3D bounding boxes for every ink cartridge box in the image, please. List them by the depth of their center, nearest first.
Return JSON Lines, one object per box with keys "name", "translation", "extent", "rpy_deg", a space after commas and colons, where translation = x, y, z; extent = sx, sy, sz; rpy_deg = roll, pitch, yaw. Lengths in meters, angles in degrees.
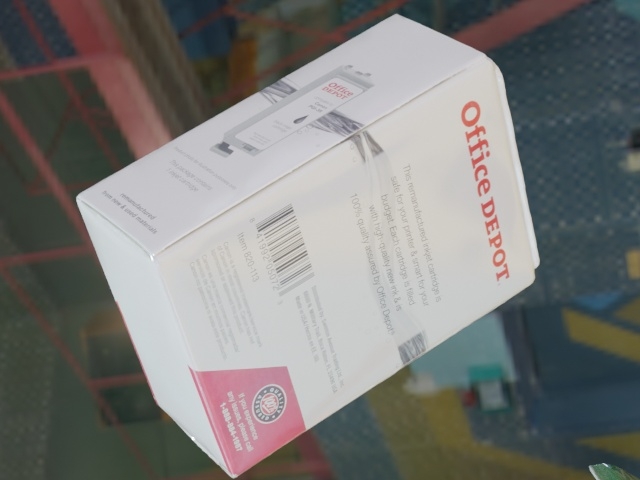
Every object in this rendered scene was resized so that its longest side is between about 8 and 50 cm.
{"name": "ink cartridge box", "translation": [0.000, 0.000, 1.156], "extent": [0.117, 0.283, 0.207], "rpy_deg": [35, 149, 48]}

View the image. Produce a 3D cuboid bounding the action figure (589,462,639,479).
{"name": "action figure", "translation": [0.166, 0.119, 0.534], "extent": [0.063, 0.137, 0.232], "rpy_deg": [-56, -23, -10]}
